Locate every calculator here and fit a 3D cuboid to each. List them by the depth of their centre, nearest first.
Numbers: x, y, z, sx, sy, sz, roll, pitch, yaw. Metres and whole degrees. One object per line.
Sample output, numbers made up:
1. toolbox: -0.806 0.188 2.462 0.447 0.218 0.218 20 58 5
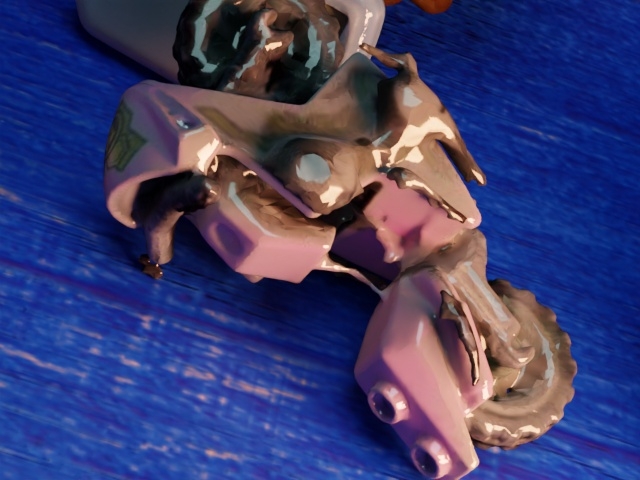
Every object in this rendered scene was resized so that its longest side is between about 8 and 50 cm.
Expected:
1. calculator: -0.056 -0.144 1.131 0.210 0.121 0.039 31 25 3

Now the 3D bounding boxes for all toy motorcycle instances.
1. toy motorcycle: 0.000 0.000 1.024 0.188 0.143 0.327 -33 84 -32

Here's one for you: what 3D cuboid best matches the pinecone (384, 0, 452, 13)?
1. pinecone: 0.056 -0.353 1.208 0.398 0.397 0.397 13 46 -14
